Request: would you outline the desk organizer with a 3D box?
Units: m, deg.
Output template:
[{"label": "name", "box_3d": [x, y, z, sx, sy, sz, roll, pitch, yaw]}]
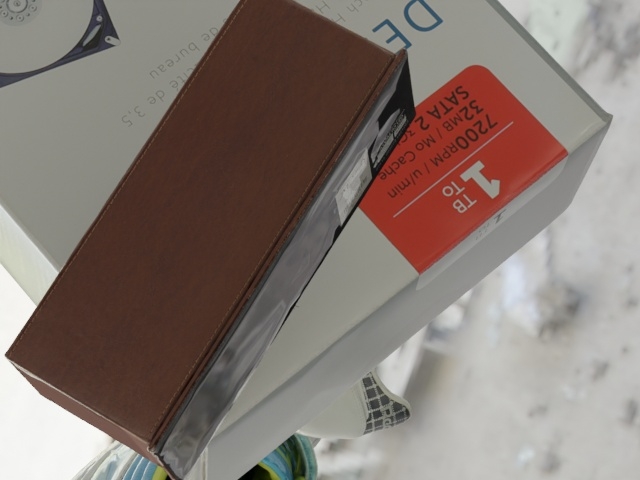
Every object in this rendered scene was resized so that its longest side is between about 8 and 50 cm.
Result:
[{"label": "desk organizer", "box_3d": [-0.028, -0.003, 0.539, 0.130, 0.050, 0.047, -58, -14, -13]}]

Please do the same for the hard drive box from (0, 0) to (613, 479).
[{"label": "hard drive box", "box_3d": [-0.045, -0.057, 0.684, 0.181, 0.232, 0.089, -39, -13, -16]}]

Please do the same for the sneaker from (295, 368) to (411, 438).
[{"label": "sneaker", "box_3d": [0.000, 0.000, 1.123, 0.090, 0.095, 0.235, 93, 175, -78]}]

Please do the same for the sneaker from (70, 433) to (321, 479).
[{"label": "sneaker", "box_3d": [-0.035, 0.126, 1.356, 0.319, 0.127, 0.208, -50, 14, -27]}]
